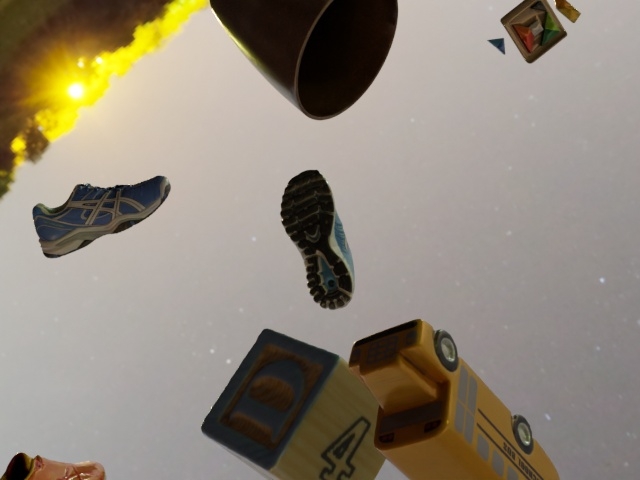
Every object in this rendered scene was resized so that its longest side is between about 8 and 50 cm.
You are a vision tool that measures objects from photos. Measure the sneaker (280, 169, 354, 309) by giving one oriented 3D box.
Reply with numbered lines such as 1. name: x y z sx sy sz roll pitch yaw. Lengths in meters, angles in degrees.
1. sneaker: 0.000 0.000 0.971 0.063 0.162 0.073 -14 173 12

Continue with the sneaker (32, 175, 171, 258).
1. sneaker: -0.321 -0.050 1.262 0.211 0.081 0.080 -27 -162 -13

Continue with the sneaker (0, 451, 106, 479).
1. sneaker: -0.274 0.240 0.859 0.064 0.067 0.175 -16 172 18

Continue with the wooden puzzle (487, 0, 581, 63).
1. wooden puzzle: 0.282 -0.281 1.127 0.116 0.078 0.014 -45 -168 0

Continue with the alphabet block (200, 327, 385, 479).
1. alphabet block: -0.024 0.279 1.302 0.192 0.197 0.193 15 -115 49

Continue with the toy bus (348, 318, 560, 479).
1. toy bus: 0.165 0.242 1.033 0.108 0.333 0.130 -23 -146 33

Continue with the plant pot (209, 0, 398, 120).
1. plant pot: -0.045 -0.321 1.234 0.230 0.215 0.215 35 -109 25
